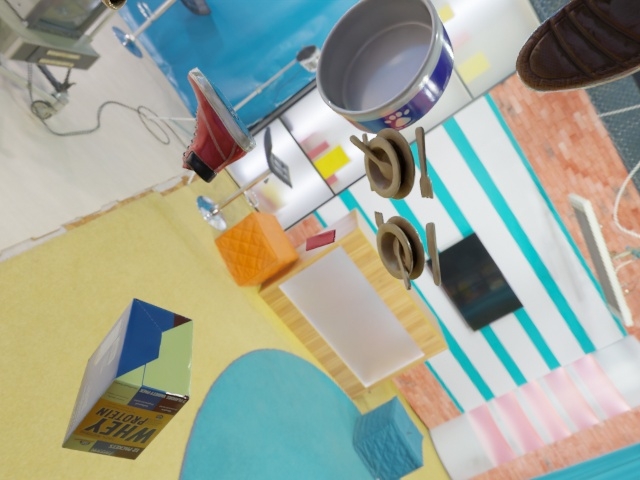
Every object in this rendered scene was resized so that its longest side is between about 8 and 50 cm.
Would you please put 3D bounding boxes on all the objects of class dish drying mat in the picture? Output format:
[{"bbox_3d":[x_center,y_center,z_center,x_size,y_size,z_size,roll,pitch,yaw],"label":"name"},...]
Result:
[{"bbox_3d":[0.000,0.000,0.874,0.008,0.083,0.032,24,59,-40],"label":"dish drying mat"}]

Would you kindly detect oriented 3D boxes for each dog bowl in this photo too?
[{"bbox_3d":[0.126,-0.356,0.829,0.104,0.265,0.265,19,39,-52],"label":"dog bowl"}]

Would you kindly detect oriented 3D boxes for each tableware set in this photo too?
[{"bbox_3d":[0.085,-0.037,0.505,0.128,0.039,0.194,22,-54,64],"label":"tableware set"}]

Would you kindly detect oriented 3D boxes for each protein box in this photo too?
[{"bbox_3d":[-0.359,0.264,0.788,0.136,0.201,0.200,30,22,-30],"label":"protein box"}]

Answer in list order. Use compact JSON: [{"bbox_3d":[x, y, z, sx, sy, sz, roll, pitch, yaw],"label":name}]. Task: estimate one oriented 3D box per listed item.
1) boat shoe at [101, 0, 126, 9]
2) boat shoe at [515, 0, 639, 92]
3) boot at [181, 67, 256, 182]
[{"bbox_3d":[-0.406,-0.669,0.869,0.110,0.341,0.121,49,35,12],"label":"boat shoe"},{"bbox_3d":[0.336,-0.227,0.416,0.095,0.257,0.095,-22,90,-64],"label":"boat shoe"},{"bbox_3d":[-0.280,-0.262,0.944,0.244,0.176,0.088,58,13,11],"label":"boot"}]
